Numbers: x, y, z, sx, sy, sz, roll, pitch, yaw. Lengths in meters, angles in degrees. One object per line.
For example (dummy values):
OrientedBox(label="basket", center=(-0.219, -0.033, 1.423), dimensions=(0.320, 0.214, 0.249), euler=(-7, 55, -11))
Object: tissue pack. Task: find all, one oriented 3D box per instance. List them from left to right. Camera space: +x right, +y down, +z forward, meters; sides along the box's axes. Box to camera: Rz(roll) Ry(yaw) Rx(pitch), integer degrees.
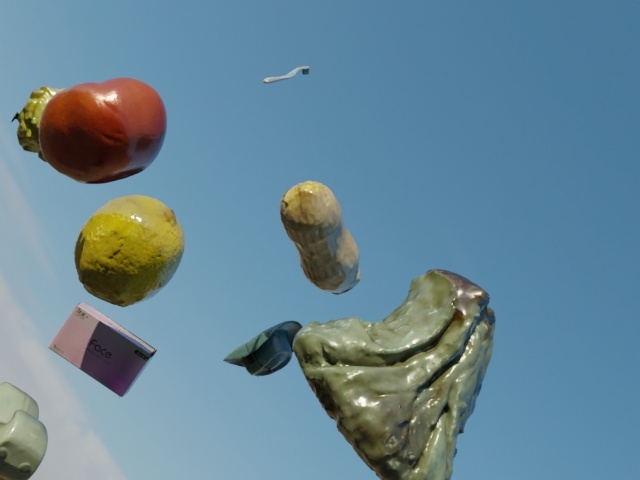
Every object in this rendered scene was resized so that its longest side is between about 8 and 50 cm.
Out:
OrientedBox(label="tissue pack", center=(-0.592, 0.298, 2.323), dimensions=(0.246, 0.148, 0.092), euler=(34, 2, -2))

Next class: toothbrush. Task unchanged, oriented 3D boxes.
OrientedBox(label="toothbrush", center=(-0.058, -0.295, 1.514), dimensions=(0.014, 0.162, 0.017), euler=(7, -71, 26))

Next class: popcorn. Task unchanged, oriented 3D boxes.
OrientedBox(label="popcorn", center=(-0.596, -0.257, 1.871), dimensions=(0.142, 0.173, 0.173), euler=(48, -25, -16))

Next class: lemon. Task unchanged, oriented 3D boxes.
OrientedBox(label="lemon", center=(-0.463, 0.022, 2.075), dimensions=(0.260, 0.260, 0.284), euler=(53, -50, 3))

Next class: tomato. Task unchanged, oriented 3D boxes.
OrientedBox(label="tomato", center=(-0.409, -0.208, 1.651), dimensions=(0.260, 0.260, 0.180), euler=(-19, -90, 62))

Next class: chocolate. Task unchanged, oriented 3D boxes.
OrientedBox(label="chocolate", center=(0.000, 0.000, 1.763), dimensions=(0.134, 0.134, 0.309), euler=(30, -22, 39))

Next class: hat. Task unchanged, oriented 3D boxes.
OrientedBox(label="hat", center=(-0.114, 0.249, 1.848), dimensions=(0.138, 0.191, 0.078), euler=(29, 32, -60))

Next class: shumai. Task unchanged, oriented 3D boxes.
OrientedBox(label="shumai", center=(0.149, 0.183, 1.159), dimensions=(0.304, 0.263, 0.309), euler=(50, 3, 26))

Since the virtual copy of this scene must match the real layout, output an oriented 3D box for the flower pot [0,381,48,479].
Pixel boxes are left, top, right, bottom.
OrientedBox(label="flower pot", center=(-0.674, 0.441, 1.622), dimensions=(0.164, 0.367, 0.254), euler=(45, -2, -28))
